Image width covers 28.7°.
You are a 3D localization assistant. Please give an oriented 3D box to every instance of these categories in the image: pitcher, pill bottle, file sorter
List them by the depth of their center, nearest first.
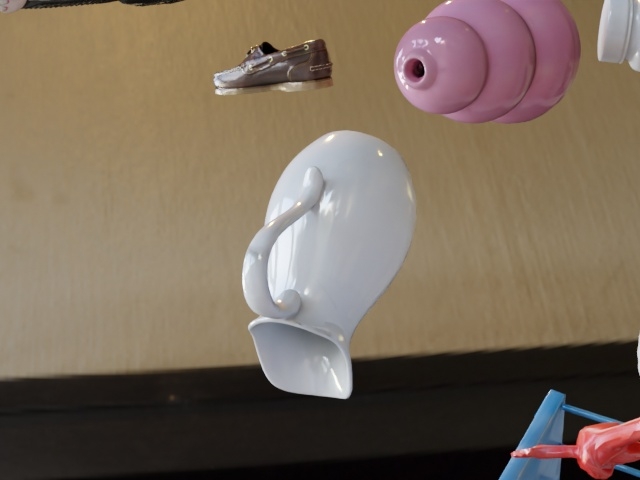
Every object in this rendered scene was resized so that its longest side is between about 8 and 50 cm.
[{"bbox_3d":[0.175,0.213,0.835,0.104,0.118,0.170,18,-46,25],"label":"file sorter"},{"bbox_3d":[0.000,0.000,1.026,0.125,0.207,0.178,6,-31,22],"label":"pitcher"},{"bbox_3d":[0.518,-0.301,1.829,0.208,0.119,0.119,6,-37,4],"label":"pill bottle"}]

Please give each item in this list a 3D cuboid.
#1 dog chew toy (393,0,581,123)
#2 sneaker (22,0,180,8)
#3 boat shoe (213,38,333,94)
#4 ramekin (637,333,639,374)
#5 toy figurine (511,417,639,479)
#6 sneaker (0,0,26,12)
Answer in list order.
[{"bbox_3d":[0.222,-0.254,1.744,0.332,0.206,0.206,-19,-19,-49],"label":"dog chew toy"},{"bbox_3d":[-0.235,-0.432,1.569,0.169,0.257,0.447,-6,7,35],"label":"sneaker"},{"bbox_3d":[-0.069,-0.245,1.765,0.207,0.073,0.073,-1,-73,35],"label":"boat shoe"},{"bbox_3d":[0.360,0.073,0.919,0.273,0.273,0.127,-31,-61,29],"label":"ramekin"},{"bbox_3d":[0.268,0.168,0.510,0.362,0.217,0.191,13,-31,-44],"label":"toy figurine"},{"bbox_3d":[-0.306,-0.252,1.186,0.051,0.134,0.070,30,-84,7],"label":"sneaker"}]
